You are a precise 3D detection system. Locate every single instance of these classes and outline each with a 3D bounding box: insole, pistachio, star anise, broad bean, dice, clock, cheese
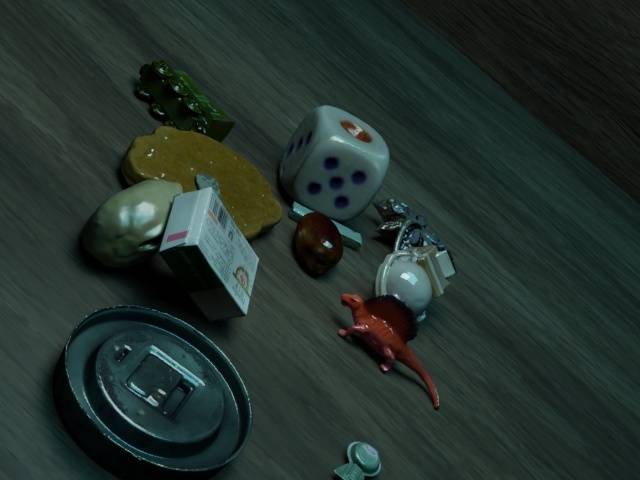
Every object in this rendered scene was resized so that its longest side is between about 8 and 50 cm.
[{"bbox_3d":[-0.206,-0.064,1.897,0.065,0.006,0.193,17,35,-31],"label":"insole"},{"bbox_3d":[-0.315,-0.035,1.719,0.152,0.126,0.223,18,36,28],"label":"pistachio"},{"bbox_3d":[0.208,-0.011,2.312,0.230,0.081,0.262,47,27,-5],"label":"star anise"},{"bbox_3d":[0.000,0.000,2.072,0.114,0.084,0.165,50,20,-15],"label":"broad bean"},{"bbox_3d":[0.030,-0.171,2.217,0.194,0.191,0.193,24,28,-20],"label":"dice"},{"bbox_3d":[-0.248,0.231,1.492,0.313,0.061,0.312,27,31,-18],"label":"clock"},{"bbox_3d":[0.067,0.374,1.669,0.067,0.026,0.121,40,30,6],"label":"cheese"}]

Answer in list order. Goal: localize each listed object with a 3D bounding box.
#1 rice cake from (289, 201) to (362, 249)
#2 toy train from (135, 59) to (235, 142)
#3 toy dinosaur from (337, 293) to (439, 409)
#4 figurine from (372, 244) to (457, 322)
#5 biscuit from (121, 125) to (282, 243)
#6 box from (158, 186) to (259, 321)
[{"bbox_3d":[0.012,-0.033,2.177,0.180,0.030,0.042,26,36,-20],"label":"rice cake"},{"bbox_3d":[-0.300,-0.301,2.165,0.225,0.090,0.137,50,25,22],"label":"toy train"},{"bbox_3d":[0.157,0.187,1.915,0.286,0.139,0.070,41,30,5],"label":"toy dinosaur"},{"bbox_3d":[0.180,0.093,2.091,0.237,0.141,0.162,-38,110,-51],"label":"figurine"},{"bbox_3d":[-0.240,-0.103,1.975,0.312,0.057,0.351,40,30,5],"label":"biscuit"},{"bbox_3d":[-0.188,0.026,1.708,0.135,0.081,0.199,-81,150,-42],"label":"box"}]
